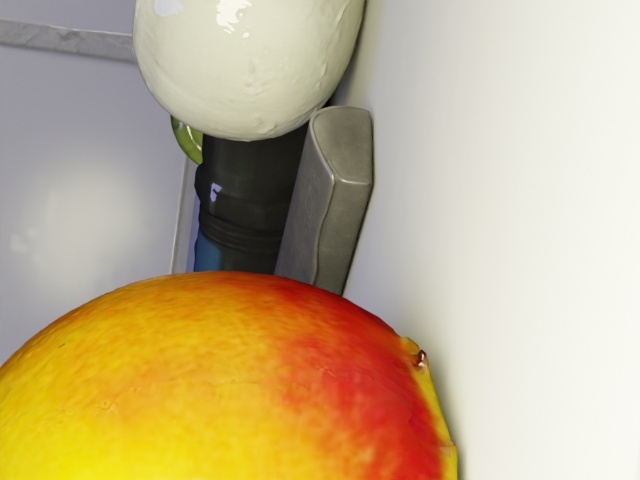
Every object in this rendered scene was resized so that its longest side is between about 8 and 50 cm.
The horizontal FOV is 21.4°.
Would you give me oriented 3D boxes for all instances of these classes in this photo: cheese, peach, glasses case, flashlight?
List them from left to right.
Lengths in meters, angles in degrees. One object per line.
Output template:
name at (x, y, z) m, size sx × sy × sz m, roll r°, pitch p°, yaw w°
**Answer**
peach at (-0.084, 0.163, 0.794) m, size 0.380 × 0.242 × 0.306 m, roll 123°, pitch 148°, yaw -75°
flashlight at (-0.063, 0.049, 1.369) m, size 0.103 × 0.103 × 0.424 m, roll -95°, pitch 12°, yaw -61°
cheese at (-0.048, -0.160, 1.152) m, size 0.198 × 0.154 × 0.189 m, roll 108°, pitch -177°, yaw -50°
glasses case at (0.000, 0.001, 1.093) m, size 0.190 × 0.042 × 0.072 m, roll 105°, pitch 162°, yaw -48°

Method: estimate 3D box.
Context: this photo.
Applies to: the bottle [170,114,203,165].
bottle at (-0.092, -0.124, 1.656) m, size 0.260 × 0.112 × 0.112 m, roll -140°, pitch 57°, yaw -82°
